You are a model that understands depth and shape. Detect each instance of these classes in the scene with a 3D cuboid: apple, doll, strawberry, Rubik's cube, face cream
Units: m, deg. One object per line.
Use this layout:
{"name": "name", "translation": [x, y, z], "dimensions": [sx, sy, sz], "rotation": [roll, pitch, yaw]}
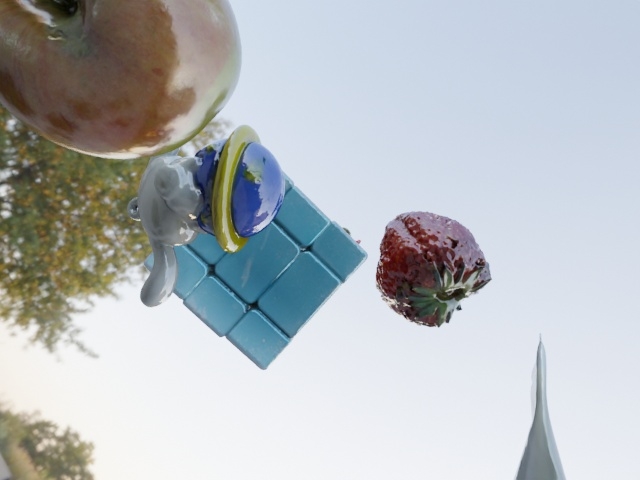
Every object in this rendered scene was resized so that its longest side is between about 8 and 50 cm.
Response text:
{"name": "apple", "translation": [-0.209, -0.203, 0.568], "dimensions": [0.261, 0.261, 0.194], "rotation": [45, 6, 21]}
{"name": "doll", "translation": [-0.184, -0.045, 0.836], "dimensions": [0.242, 0.311, 0.159], "rotation": [13, -9, 2]}
{"name": "strawberry", "translation": [0.231, 0.043, 1.286], "dimensions": [0.238, 0.250, 0.288], "rotation": [54, 8, -39]}
{"name": "Rubik's cube", "translation": [-0.142, 0.041, 1.211], "dimensions": [0.316, 0.322, 0.319], "rotation": [45, -10, -6]}
{"name": "face cream", "translation": [0.226, 0.219, 0.577], "dimensions": [0.070, 0.224, 0.114], "rotation": [4, -35, 18]}

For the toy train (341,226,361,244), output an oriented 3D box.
{"name": "toy train", "translation": [0.000, 0.000, 1.595], "dimensions": [0.204, 0.083, 0.131], "rotation": [30, -54, 4]}
